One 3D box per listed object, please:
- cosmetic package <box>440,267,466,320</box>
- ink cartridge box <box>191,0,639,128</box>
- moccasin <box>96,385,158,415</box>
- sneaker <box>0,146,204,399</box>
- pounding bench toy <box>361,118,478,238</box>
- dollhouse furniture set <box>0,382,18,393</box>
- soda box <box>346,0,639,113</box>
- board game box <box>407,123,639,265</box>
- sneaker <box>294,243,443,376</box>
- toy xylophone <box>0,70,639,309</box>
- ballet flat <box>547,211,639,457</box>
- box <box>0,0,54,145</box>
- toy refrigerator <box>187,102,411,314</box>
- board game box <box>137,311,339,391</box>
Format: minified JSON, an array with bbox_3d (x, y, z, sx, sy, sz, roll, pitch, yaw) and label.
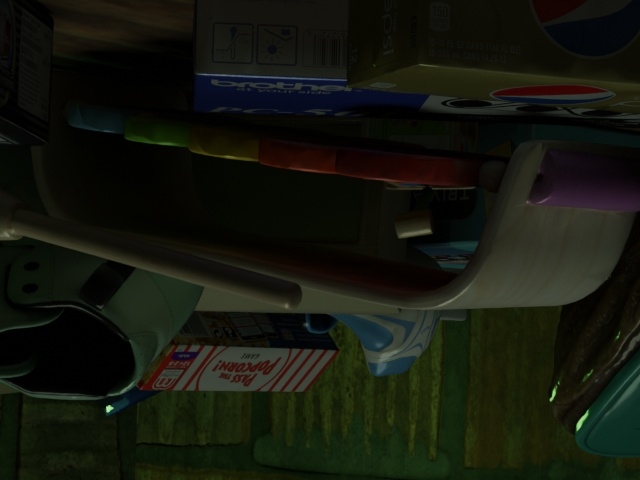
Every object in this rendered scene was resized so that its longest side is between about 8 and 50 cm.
[{"bbox_3d":[0.000,0.000,1.421,0.231,0.117,0.085,6,175,-37],"label":"cosmetic package"},{"bbox_3d":[0.052,-0.076,0.771,0.207,0.046,0.097,2,175,-4],"label":"ink cartridge box"},{"bbox_3d":[-0.146,0.064,1.583,0.138,0.116,0.342,-28,174,-14],"label":"moccasin"},{"bbox_3d":[-0.189,-0.002,0.988,0.256,0.094,0.151,20,-153,0],"label":"sneaker"},{"bbox_3d":[0.054,-0.040,1.019,0.052,0.083,0.065,0,175,15],"label":"pounding bench toy"},{"bbox_3d":[-0.335,0.046,1.871,0.302,0.197,0.151,-10,125,43],"label":"dollhouse furniture set"},{"bbox_3d":[0.102,-0.076,0.630,0.181,0.061,0.058,3,175,-22],"label":"soda box"},{"bbox_3d":[0.175,-0.020,1.317,0.336,0.079,0.254,4,175,-38],"label":"board game box"},{"bbox_3d":[-0.018,0.004,1.213,0.085,0.086,0.237,4,-154,-47],"label":"sneaker"},{"bbox_3d":[-0.016,-0.024,0.885,0.323,0.081,0.236,10,-174,29],"label":"toy xylophone"},{"bbox_3d":[0.199,-0.013,0.861,0.116,0.124,0.342,4,153,-17],"label":"ballet flat"},{"bbox_3d":[-0.235,-0.082,0.715,0.216,0.060,0.270,2,176,6],"label":"box"},{"bbox_3d":[-0.088,-0.021,1.117,0.270,0.102,0.094,1,158,13],"label":"toy refrigerator"},{"bbox_3d":[-0.093,0.013,1.242,0.147,0.193,0.045,6,131,-45],"label":"board game box"}]
